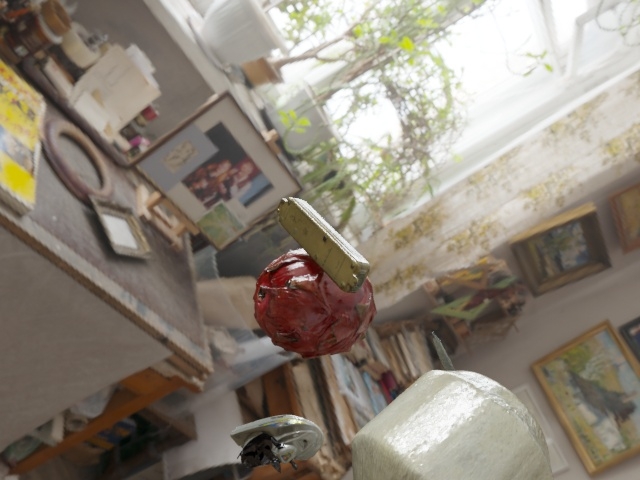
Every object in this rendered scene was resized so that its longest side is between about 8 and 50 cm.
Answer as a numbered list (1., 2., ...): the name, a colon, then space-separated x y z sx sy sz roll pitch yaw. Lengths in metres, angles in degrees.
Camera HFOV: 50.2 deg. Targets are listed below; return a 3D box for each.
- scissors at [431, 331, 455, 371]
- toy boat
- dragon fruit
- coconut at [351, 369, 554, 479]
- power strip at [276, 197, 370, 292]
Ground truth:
1. scissors: 0.350 0.359 1.838 0.300 0.109 0.022 62 2 -24
2. toy boat: -0.116 0.521 1.739 0.141 0.269 0.140 14 68 -39
3. dragon fruit: -0.011 0.126 1.377 0.252 0.240 0.241 23 14 -2
4. coconut: 0.157 0.309 0.878 0.237 0.266 0.237 40 -30 29
5. power strip: 0.000 0.000 1.279 0.044 0.064 0.305 8 25 -39
